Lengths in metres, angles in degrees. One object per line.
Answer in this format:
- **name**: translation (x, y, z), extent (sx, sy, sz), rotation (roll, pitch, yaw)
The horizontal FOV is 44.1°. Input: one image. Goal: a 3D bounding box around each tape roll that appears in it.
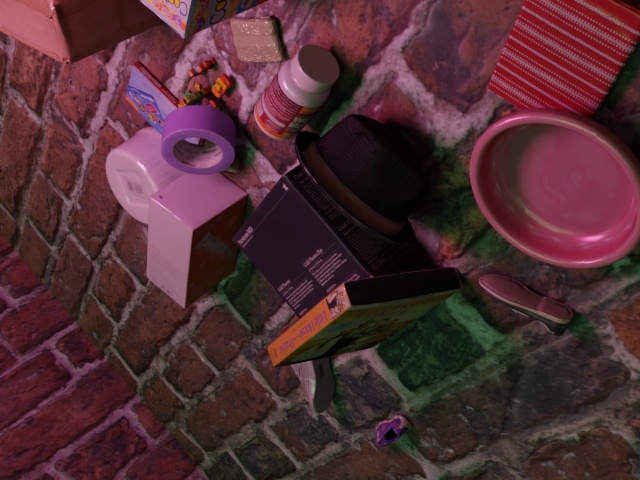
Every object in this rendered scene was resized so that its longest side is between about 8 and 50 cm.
- **tape roll**: translation (-0.310, -0.253, 2.010), extent (0.189, 0.080, 0.189), rotation (0, 147, 0)

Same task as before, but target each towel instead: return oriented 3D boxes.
- **towel**: translation (0.412, -0.318, 1.332), extent (0.199, 0.031, 0.274), rotation (37, 142, 16)
- **towel**: translation (-0.146, -0.457, 1.804), extent (0.148, 0.027, 0.110), rotation (12, 128, 41)

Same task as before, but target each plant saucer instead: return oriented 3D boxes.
- **plant saucer**: translation (0.434, -0.101, 1.420), extent (0.332, 0.084, 0.332), rotation (27, 143, 23)

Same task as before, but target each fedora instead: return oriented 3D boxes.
- **fedora**: translation (0.108, -0.148, 1.646), extent (0.334, 0.334, 0.152), rotation (46, 112, 9)

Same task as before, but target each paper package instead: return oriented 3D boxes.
- **paper package**: translation (-0.594, -0.595, 1.912), extent (0.310, 0.325, 0.168), rotation (28, 137, 27)

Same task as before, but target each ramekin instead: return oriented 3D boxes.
- **ramekin**: translation (-0.501, -0.180, 2.311), extent (0.277, 0.135, 0.277), rotation (28, 137, 29)

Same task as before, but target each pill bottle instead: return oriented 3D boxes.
- **pill bottle**: translation (-0.052, -0.324, 1.736), extent (0.121, 0.121, 0.221), rotation (51, 143, 2)

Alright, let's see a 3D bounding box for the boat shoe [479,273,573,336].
- **boat shoe**: translation (0.423, 0.138, 1.656), extent (0.206, 0.075, 0.064), rotation (25, 133, 24)

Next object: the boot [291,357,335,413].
- **boot**: translation (-0.035, 0.381, 2.332), extent (0.123, 0.095, 0.258), rotation (22, 125, 42)

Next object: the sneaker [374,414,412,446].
- **sneaker**: translation (0.190, 0.547, 2.233), extent (0.068, 0.071, 0.170), rotation (45, 143, 9)

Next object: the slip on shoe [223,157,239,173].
- **slip on shoe**: translation (-0.264, -0.206, 2.123), extent (0.135, 0.051, 0.041), rotation (11, 88, 51)

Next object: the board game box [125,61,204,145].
- **board game box**: translation (-0.429, -0.351, 2.186), extent (0.281, 0.027, 0.145), rotation (45, 141, 9)

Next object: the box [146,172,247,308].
- **box**: translation (-0.355, -0.011, 2.231), extent (0.168, 0.215, 0.345), rotation (37, 141, 19)

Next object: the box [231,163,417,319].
- **box**: translation (0.000, 0.000, 1.898), extent (0.312, 0.179, 0.343), rotation (49, 143, 2)

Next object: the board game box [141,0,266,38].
- **board game box**: translation (-0.212, -0.547, 1.593), extent (0.144, 0.275, 0.142), rotation (42, 142, 13)

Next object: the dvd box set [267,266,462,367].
- **dvd box set**: translation (0.094, 0.185, 1.856), extent (0.420, 0.308, 0.062), rotation (-44, 59, 52)

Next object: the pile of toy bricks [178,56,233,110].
- **pile of toy bricks**: translation (-0.315, -0.361, 1.992), extent (0.118, 0.105, 0.212), rotation (52, 143, 0)
